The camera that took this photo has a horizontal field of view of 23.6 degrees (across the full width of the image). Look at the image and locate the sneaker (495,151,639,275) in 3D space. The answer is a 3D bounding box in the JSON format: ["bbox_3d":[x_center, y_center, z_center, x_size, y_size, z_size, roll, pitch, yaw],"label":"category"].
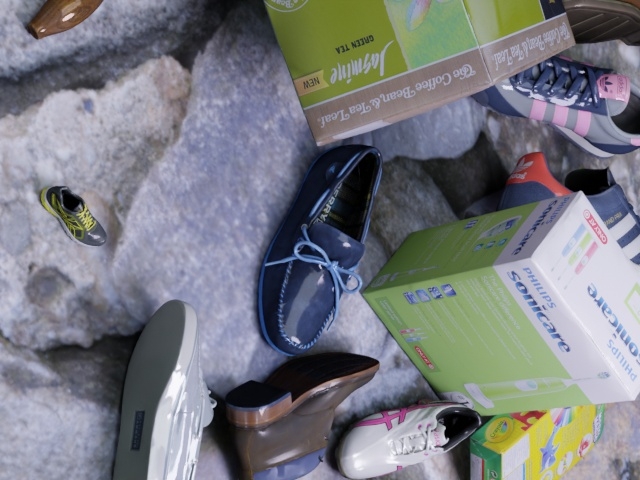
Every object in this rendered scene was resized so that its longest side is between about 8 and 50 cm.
[{"bbox_3d":[0.374,-0.009,1.959,0.350,0.131,0.148,24,72,-32],"label":"sneaker"}]

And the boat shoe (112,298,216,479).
[{"bbox_3d":[-0.152,0.177,1.565,0.081,0.079,0.227,21,74,-43],"label":"boat shoe"}]

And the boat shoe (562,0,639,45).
[{"bbox_3d":[0.395,-0.327,2.062,0.307,0.111,0.104,0,77,-47],"label":"boat shoe"}]

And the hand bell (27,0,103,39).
[{"bbox_3d":[-0.206,-0.282,1.602,0.242,0.126,0.126,-41,107,-23],"label":"hand bell"}]

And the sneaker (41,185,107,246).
[{"bbox_3d":[-0.246,-0.024,1.548,0.083,0.035,0.031,43,59,-23],"label":"sneaker"}]

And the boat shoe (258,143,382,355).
[{"bbox_3d":[0.000,0.000,1.698,0.109,0.089,0.258,25,67,-32],"label":"boat shoe"}]

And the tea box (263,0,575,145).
[{"bbox_3d":[0.094,-0.308,1.677,0.329,0.220,0.323,-29,99,-62],"label":"tea box"}]

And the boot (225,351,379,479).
[{"bbox_3d":[-0.019,0.194,1.674,0.219,0.082,0.106,-16,113,-42],"label":"boot"}]

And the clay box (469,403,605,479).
[{"bbox_3d":[0.266,0.237,1.849,0.222,0.053,0.127,-34,133,-38],"label":"clay box"}]

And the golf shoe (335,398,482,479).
[{"bbox_3d":[0.099,0.220,1.736,0.186,0.086,0.067,-19,94,-37],"label":"golf shoe"}]

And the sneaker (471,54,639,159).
[{"bbox_3d":[0.318,-0.200,1.953,0.319,0.131,0.112,18,72,-34],"label":"sneaker"}]

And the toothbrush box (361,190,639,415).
[{"bbox_3d":[0.220,0.081,1.729,0.206,0.283,0.122,52,56,-17],"label":"toothbrush box"}]
